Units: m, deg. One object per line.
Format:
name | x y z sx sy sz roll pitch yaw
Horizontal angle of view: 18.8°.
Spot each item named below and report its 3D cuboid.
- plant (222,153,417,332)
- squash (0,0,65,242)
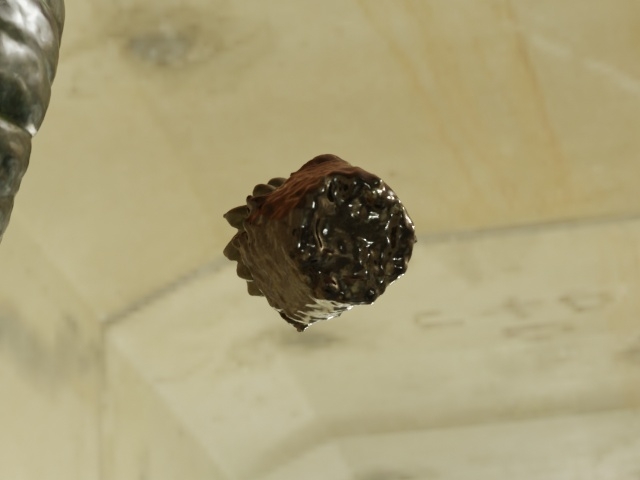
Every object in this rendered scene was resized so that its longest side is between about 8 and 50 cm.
plant | 0.000 0.000 1.684 0.132 0.129 0.194 -32 11 -18
squash | -0.231 -0.063 0.984 0.165 0.252 0.252 12 -27 -22
